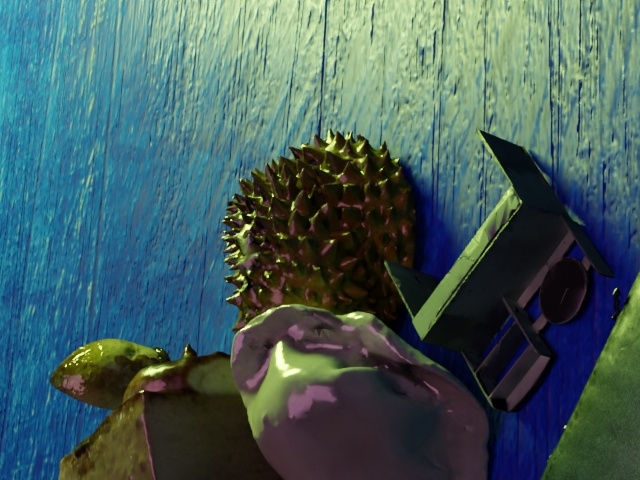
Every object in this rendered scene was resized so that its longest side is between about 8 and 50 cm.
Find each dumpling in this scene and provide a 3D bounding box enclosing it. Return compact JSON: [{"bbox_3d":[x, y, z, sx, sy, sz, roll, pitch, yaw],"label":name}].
[{"bbox_3d":[0.030,0.142,1.515,0.250,0.132,0.162,41,104,21],"label":"dumpling"}]

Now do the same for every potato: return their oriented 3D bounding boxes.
[{"bbox_3d":[-0.215,0.132,1.903,0.096,0.103,0.066,33,107,53],"label":"potato"}]

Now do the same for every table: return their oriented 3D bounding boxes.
[{"bbox_3d":[0.138,0.024,1.488,0.146,0.062,0.175,-56,36,24],"label":"table"}]

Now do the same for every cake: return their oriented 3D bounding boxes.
[{"bbox_3d":[-0.115,0.239,1.617,0.198,0.196,0.293,-39,56,48],"label":"cake"}]

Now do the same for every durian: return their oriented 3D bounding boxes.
[{"bbox_3d":[-0.012,0.001,1.652,0.183,0.138,0.250,-55,32,39],"label":"durian"}]

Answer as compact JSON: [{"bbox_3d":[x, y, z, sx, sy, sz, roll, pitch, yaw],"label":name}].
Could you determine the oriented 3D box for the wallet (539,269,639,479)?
[{"bbox_3d":[0.277,0.063,1.288,0.190,0.046,0.379,31,102,53],"label":"wallet"}]
